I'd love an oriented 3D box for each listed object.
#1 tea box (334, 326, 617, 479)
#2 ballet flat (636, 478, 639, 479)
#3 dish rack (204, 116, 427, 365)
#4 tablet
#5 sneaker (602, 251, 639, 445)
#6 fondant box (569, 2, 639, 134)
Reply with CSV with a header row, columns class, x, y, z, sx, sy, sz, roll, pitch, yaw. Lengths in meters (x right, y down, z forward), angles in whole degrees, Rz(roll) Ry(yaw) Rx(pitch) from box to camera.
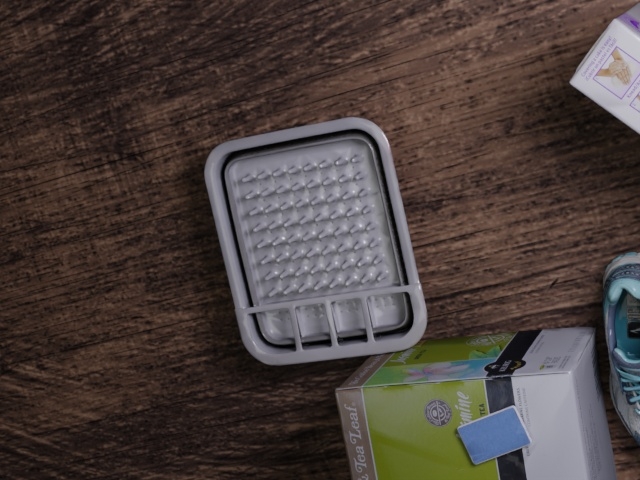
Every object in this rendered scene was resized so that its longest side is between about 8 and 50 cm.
class,x,y,z,sx,sy,sz,roll,pitch,yaw
tea box,0.223,0.310,1.819,0.323,0.220,0.329,-6,100,20
ballet flat,0.512,0.362,1.810,0.203,0.074,0.074,10,107,20
dish rack,0.000,0.000,1.903,0.285,0.072,0.333,-9,100,23
tablet,0.217,0.244,1.683,0.083,0.006,0.054,-25,92,24
sneaker,0.416,0.164,1.764,0.110,0.122,0.283,-11,99,23
fondant box,0.472,-0.144,1.601,0.330,0.238,0.096,36,113,8
